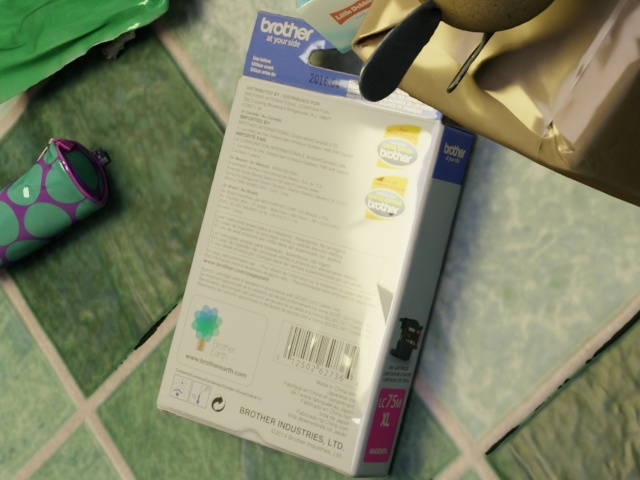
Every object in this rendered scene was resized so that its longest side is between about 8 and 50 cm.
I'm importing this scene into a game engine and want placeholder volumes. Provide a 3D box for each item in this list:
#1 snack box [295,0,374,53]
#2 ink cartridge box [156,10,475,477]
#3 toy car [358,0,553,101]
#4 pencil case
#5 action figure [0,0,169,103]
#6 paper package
[{"bbox_3d":[0.068,-0.295,1.217,0.187,0.060,0.322,-26,45,26],"label":"snack box"},{"bbox_3d":[0.000,0.000,1.299,0.186,0.065,0.311,16,95,32],"label":"ink cartridge box"},{"bbox_3d":[0.070,-0.158,0.850,0.149,0.155,0.188,29,113,30],"label":"toy car"},{"bbox_3d":[-0.244,-0.026,1.453,0.152,0.064,0.070,-30,85,25],"label":"pencil case"},{"bbox_3d":[-0.185,-0.195,1.436,0.232,0.063,0.137,-14,75,34],"label":"action figure"},{"bbox_3d":[0.218,-0.174,1.027,0.168,0.325,0.309,37,103,29],"label":"paper package"}]
